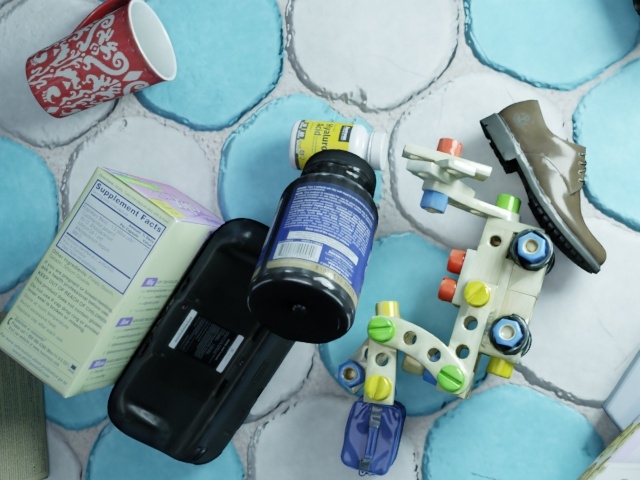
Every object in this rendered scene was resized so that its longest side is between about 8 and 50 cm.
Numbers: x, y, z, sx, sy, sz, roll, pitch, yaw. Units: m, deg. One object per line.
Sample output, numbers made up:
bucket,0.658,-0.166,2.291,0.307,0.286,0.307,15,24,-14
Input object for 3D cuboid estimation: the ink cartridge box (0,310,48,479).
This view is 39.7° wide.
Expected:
ink cartridge box,-0.438,0.210,1.136,0.088,0.193,0.234,-6,86,12

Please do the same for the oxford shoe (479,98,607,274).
oxford shoe,0.284,-0.068,1.046,0.096,0.083,0.227,-29,83,5

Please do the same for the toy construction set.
toy construction set,0.151,0.049,1.044,0.215,0.151,0.327,15,98,18

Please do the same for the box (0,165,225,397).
box,-0.245,0.050,1.089,0.117,0.213,0.243,35,95,12

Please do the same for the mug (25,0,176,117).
mug,-0.290,-0.242,1.186,0.169,0.150,0.113,-20,120,15

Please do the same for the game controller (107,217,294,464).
game controller,-0.128,0.130,1.113,0.166,0.067,0.319,32,94,-13

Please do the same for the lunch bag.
lunch bag,0.063,0.241,1.088,0.067,0.065,0.098,12,89,13

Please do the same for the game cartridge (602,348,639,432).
game cartridge,0.486,0.214,1.002,0.297,0.062,0.198,33,99,12

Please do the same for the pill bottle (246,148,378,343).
pill bottle,0.000,0.000,1.031,0.123,0.123,0.219,7,50,13

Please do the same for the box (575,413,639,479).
box,0.351,0.242,0.972,0.063,0.067,0.324,43,98,11

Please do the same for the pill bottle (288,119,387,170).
pill bottle,0.023,-0.116,1.114,0.116,0.065,0.065,6,89,12

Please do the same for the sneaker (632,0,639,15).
sneaker,0.414,-0.329,0.977,0.483,0.185,0.202,44,93,12
